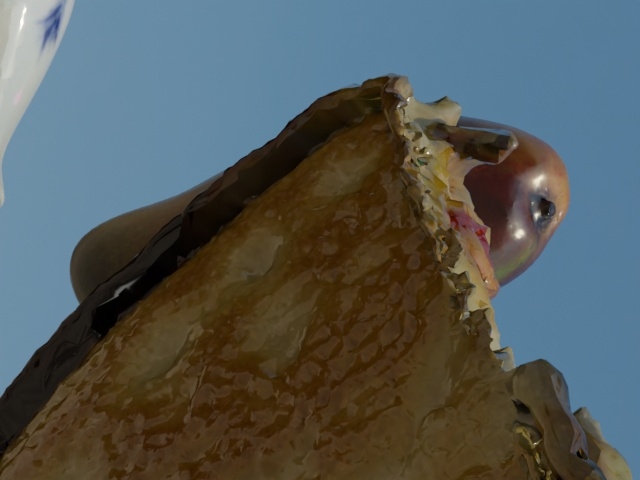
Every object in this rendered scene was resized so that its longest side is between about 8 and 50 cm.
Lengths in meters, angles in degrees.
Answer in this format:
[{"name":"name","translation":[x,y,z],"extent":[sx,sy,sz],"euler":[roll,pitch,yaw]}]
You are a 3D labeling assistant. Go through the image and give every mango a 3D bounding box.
[{"name":"mango","translation":[0.000,0.000,1.002],"extent":[0.268,0.111,0.133],"euler":[-13,-135,7]}]

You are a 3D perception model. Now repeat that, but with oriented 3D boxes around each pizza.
[{"name":"pizza","translation":[0.009,0.048,0.571],"extent":[0.288,0.074,0.251],"euler":[-3,-131,41]}]

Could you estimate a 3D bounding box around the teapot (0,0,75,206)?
[{"name":"teapot","translation":[-0.204,-0.207,0.785],"extent":[0.252,0.424,0.280],"euler":[0,-142,35]}]
